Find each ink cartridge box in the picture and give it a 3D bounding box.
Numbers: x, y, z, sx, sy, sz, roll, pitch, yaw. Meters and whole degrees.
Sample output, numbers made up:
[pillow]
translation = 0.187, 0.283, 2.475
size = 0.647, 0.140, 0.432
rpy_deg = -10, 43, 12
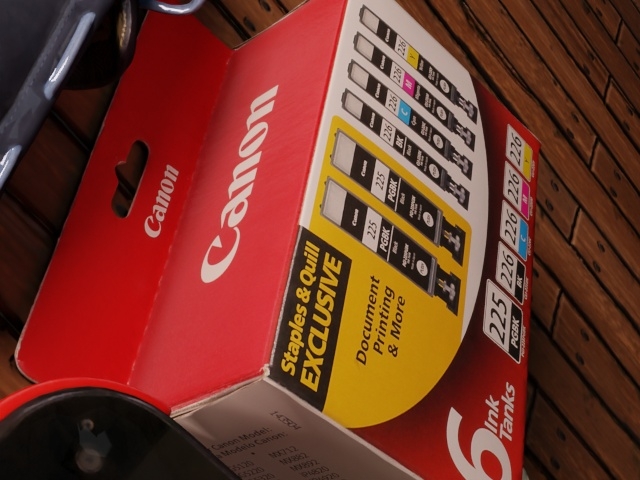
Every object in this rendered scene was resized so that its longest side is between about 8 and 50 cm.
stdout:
[ink cartridge box]
translation = 0.000, 0.000, 0.683
size = 0.272, 0.130, 0.309
rpy_deg = 37, 46, -30

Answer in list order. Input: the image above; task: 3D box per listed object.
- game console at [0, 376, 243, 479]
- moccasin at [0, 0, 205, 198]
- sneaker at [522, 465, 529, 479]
[game console]
translation = -0.080, 0.264, 0.381
size = 0.342, 0.060, 0.386
rpy_deg = 44, 48, -5
[moccasin]
translation = -0.154, -0.120, 0.592
size = 0.117, 0.137, 0.342
rpy_deg = 48, 54, -27
[sneaker]
translation = 0.147, 0.229, 0.778
size = 0.234, 0.078, 0.106
rpy_deg = 38, 51, -30
